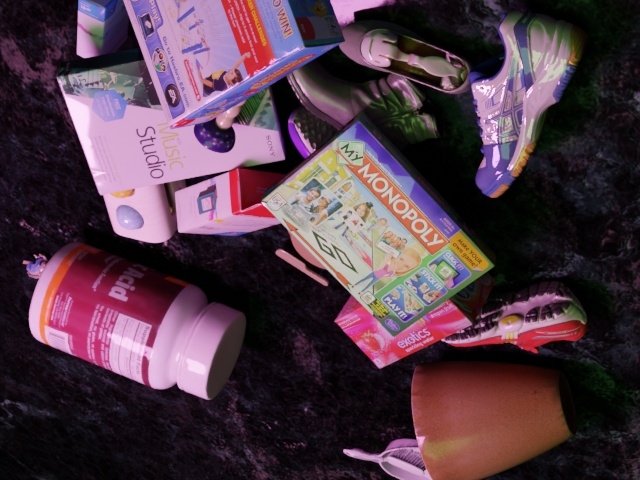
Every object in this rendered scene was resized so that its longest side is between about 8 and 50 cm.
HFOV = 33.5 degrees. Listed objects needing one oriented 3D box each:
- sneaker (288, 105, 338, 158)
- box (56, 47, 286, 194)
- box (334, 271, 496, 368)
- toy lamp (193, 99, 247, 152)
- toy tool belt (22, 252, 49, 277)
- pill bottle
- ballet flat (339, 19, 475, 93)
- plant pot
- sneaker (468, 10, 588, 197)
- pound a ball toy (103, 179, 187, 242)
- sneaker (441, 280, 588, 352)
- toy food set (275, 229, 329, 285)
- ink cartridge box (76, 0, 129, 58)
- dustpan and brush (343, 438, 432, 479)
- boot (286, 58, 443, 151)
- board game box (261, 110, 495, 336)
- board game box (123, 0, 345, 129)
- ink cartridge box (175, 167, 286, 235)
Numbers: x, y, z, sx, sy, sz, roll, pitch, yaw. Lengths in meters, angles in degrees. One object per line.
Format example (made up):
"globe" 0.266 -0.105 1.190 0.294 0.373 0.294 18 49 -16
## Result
"sneaker" 0.029 -0.089 1.757 0.293 0.102 0.146 45 138 -17
"box" -0.232 -0.206 1.712 0.322 0.058 0.232 -12 128 1
"box" 0.162 0.107 1.858 0.128 0.122 0.257 46 137 -10
"toy lamp" -0.102 -0.251 1.594 0.080 0.080 0.274 34 128 -5
"toy tool belt" -0.611 0.053 2.318 0.083 0.052 0.051 -17 130 40
"pill bottle" -0.366 0.166 2.157 0.392 0.224 0.224 20 139 11
"ballet flat" 0.124 -0.269 1.536 0.213 0.068 0.072 20 101 7
"plant pot" 0.326 0.318 1.930 0.254 0.237 0.237 -13 125 22
"sneaker" 0.264 -0.197 1.509 0.131 0.112 0.296 23 129 5
"pound a ball toy" -0.303 -0.137 1.877 0.208 0.135 0.319 13 137 19
"sneaker" 0.329 0.154 1.834 0.279 0.107 0.118 -11 135 40
"toy food set" 0.000 0.000 1.905 0.132 0.038 0.192 34 147 -1
"ink cartridge box" -0.349 -0.358 1.713 0.052 0.088 0.122 24 139 7
"dustpan and brush" 0.156 0.469 2.285 0.211 0.060 0.147 18 138 13
"boot" 0.070 -0.230 1.626 0.161 0.083 0.246 -29 113 32
"board game box" 0.091 -0.020 1.667 0.213 0.046 0.317 -38 105 25
"board game box" -0.146 -0.355 1.490 0.302 0.086 0.308 -22 87 43
"ink cartridge box" -0.129 -0.067 1.826 0.134 0.078 0.231 4 167 -43
